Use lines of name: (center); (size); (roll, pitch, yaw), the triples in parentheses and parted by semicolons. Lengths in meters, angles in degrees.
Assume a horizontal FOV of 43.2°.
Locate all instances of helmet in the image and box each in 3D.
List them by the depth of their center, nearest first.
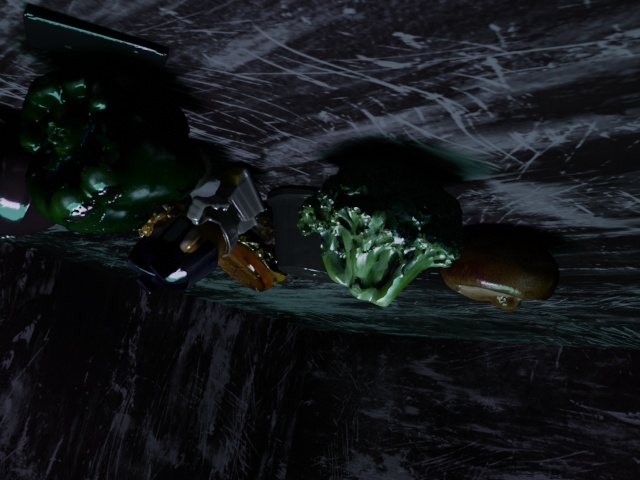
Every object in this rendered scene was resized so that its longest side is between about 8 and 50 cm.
helmet: (-0.582, -0.121, 1.614); (0.177, 0.225, 0.305); (-2, 171, 10)

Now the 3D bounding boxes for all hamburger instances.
hamburger: (-0.161, 0.017, 1.901); (0.262, 0.139, 0.243); (45, 159, -12)

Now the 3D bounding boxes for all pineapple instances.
pineapple: (-0.365, -0.079, 1.660); (0.176, 0.161, 0.136); (51, -154, 20)

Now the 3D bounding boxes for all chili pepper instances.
chili pepper: (-0.317, -0.136, 1.244); (0.233, 0.249, 0.256); (-6, 177, 27)

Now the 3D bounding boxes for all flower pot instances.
flower pot: (0.000, 0.000, 1.750); (0.268, 0.166, 0.269); (10, 166, 2)

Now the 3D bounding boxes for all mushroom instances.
mushroom: (0.378, 0.064, 1.715); (0.253, 0.153, 0.253); (9, 169, 2)

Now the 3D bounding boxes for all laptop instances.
laptop: (-0.318, -0.271, 1.144); (0.197, 0.016, 0.135); (15, 169, -15)

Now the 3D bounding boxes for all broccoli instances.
broccoli: (0.105, -0.025, 1.385); (0.294, 0.245, 0.265); (32, -160, 31)

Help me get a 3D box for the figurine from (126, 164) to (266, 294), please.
figurine: (-0.239, -0.010, 1.577); (0.143, 0.309, 0.308); (30, 174, 18)

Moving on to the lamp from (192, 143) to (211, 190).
lamp: (-0.267, -0.143, 1.550); (0.091, 0.091, 0.163); (17, 180, -26)
